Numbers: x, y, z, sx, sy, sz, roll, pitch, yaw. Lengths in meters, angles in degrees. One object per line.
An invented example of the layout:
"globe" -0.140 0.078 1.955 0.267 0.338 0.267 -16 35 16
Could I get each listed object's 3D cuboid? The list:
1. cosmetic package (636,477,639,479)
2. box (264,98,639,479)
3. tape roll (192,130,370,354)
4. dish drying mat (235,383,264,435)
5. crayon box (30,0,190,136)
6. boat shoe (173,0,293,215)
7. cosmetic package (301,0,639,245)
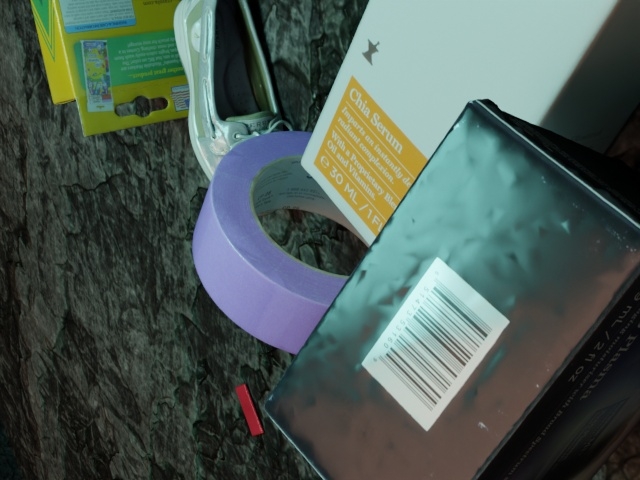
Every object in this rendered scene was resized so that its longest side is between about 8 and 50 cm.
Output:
"cosmetic package" 0.379 0.237 0.790 0.113 0.160 0.309 35 142 -4
"box" 0.168 0.077 0.798 0.183 0.294 0.296 44 111 30
"tape roll" 0.000 0.000 1.109 0.275 0.275 0.090 51 137 27
"dish drying mat" -0.113 0.271 1.583 0.032 0.008 0.083 -28 80 52
"crayon box" -0.303 -0.322 1.427 0.083 0.203 0.323 1 104 52
"boat shoe" -0.110 -0.191 1.310 0.103 0.118 0.320 -22 80 57
"cosmetic package" 0.168 -0.173 0.923 0.230 0.161 0.453 51 137 26
